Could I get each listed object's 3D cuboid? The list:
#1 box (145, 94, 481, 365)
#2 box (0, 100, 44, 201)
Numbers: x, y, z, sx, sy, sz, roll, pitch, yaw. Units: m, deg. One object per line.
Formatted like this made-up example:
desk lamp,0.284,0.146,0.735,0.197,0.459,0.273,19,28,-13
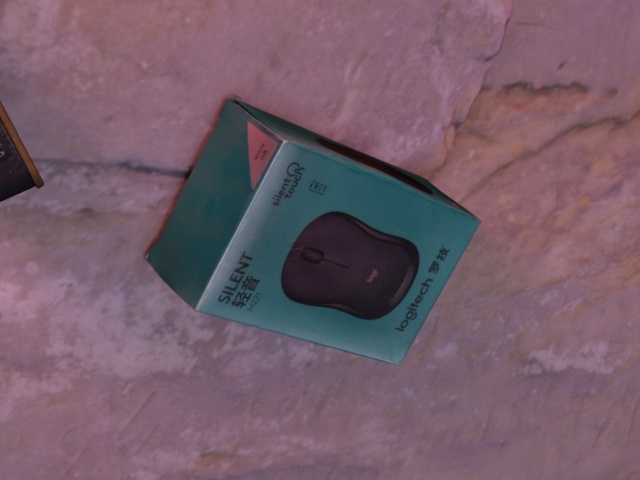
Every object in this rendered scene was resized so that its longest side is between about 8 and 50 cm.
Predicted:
box,0.000,0.000,1.253,0.311,0.118,0.205,20,102,-39
box,-0.310,-0.113,0.939,0.090,0.201,0.144,-29,129,-11
